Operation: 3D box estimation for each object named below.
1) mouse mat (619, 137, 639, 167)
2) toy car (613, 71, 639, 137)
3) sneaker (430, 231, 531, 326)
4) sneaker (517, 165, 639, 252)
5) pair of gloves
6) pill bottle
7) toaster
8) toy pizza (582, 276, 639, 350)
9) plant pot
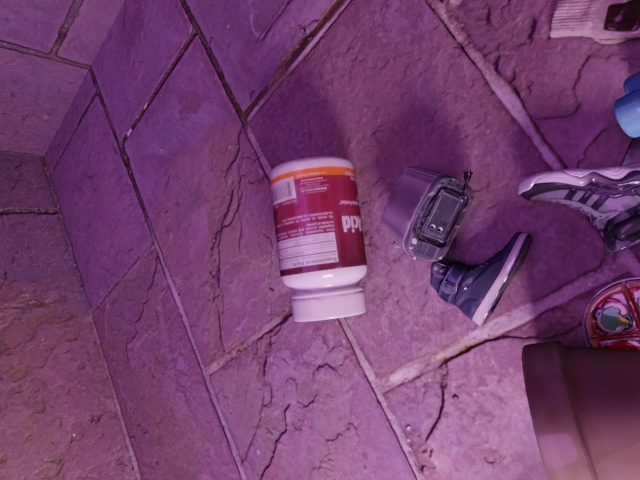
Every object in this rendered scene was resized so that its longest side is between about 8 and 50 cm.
[{"bbox_3d":[0.630,-0.095,0.826,0.190,0.007,0.152,26,107,36],"label":"mouse mat"},{"bbox_3d":[0.643,-0.197,0.733,0.238,0.210,0.219,52,140,-8],"label":"toy car"},{"bbox_3d":[0.336,0.052,1.014,0.163,0.086,0.226,37,114,30],"label":"sneaker"},{"bbox_3d":[0.502,-0.054,0.859,0.269,0.101,0.152,2,90,37],"label":"sneaker"},{"bbox_3d":[0.557,-0.488,0.852,0.204,0.042,0.240,27,107,36],"label":"pair of gloves"},{"bbox_3d":[0.000,0.000,1.197,0.224,0.224,0.391,-11,85,39],"label":"pill bottle"},{"bbox_3d":[0.234,-0.075,1.046,0.146,0.129,0.226,41,112,57],"label":"toaster"},{"bbox_3d":[0.589,0.167,0.847,0.201,0.032,0.201,1,92,39],"label":"toy pizza"},{"bbox_3d":[0.518,0.307,0.750,0.281,0.323,0.322,-17,80,26],"label":"plant pot"}]
